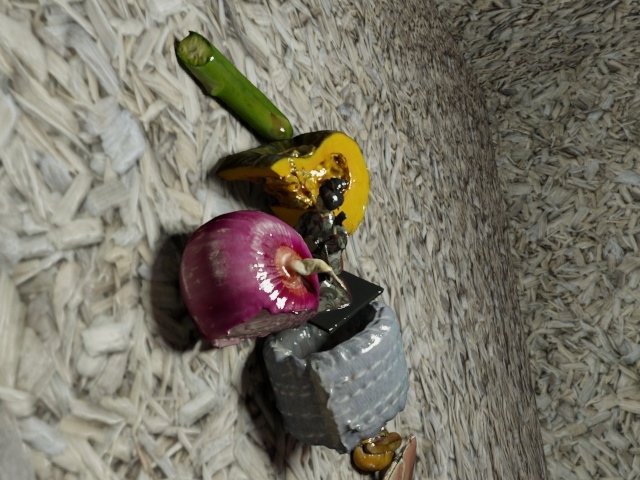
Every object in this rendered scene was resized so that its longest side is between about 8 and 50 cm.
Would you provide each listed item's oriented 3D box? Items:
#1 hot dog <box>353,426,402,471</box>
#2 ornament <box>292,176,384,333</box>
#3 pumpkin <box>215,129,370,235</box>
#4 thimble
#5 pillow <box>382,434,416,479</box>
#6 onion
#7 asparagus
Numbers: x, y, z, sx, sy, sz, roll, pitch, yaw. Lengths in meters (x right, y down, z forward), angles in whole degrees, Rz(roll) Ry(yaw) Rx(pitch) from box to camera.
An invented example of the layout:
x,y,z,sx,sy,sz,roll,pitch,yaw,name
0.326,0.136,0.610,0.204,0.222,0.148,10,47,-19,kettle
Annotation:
x,y,z,sx,sy,sz,roll,pitch,yaw,name
0.110,0.395,1.297,0.140,0.060,0.089,38,48,-58,hot dog
0.000,0.000,1.047,0.153,0.166,0.196,-29,133,-47,ornament
-0.036,-0.077,1.149,0.280,0.139,0.190,-31,117,-50,pumpkin
0.030,0.204,1.064,0.236,0.205,0.172,-46,124,-63,thimble
0.147,0.478,1.314,0.232,0.043,0.126,-28,127,-66,pillow
-0.100,0.045,0.939,0.207,0.201,0.200,-18,94,-33,onion
-0.135,-0.245,1.142,0.278,0.060,0.067,35,57,-53,asparagus
